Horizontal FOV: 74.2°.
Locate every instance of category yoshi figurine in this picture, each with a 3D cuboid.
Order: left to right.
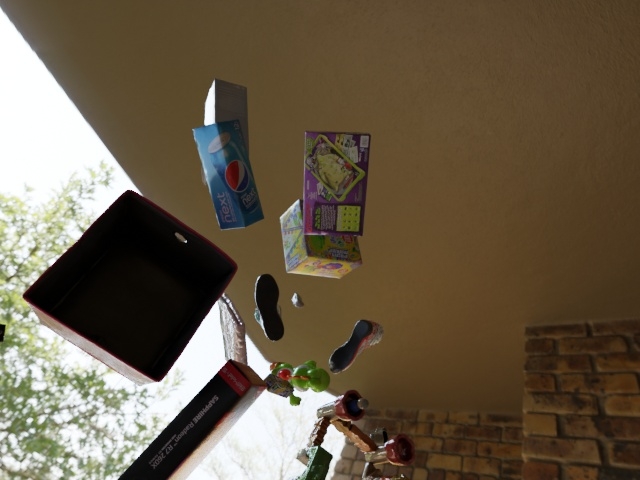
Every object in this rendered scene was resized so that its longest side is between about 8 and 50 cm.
[{"bbox_3d":[-0.094,0.668,2.024,0.362,0.203,0.203,-16,-84,46],"label":"yoshi figurine"}]

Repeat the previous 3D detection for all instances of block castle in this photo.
[{"bbox_3d":[0.078,0.666,1.114,0.303,0.453,0.213,43,-48,-9],"label":"block castle"}]

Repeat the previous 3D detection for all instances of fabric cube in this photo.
[{"bbox_3d":[-0.359,0.107,0.831,0.254,0.259,0.258,37,-31,-11],"label":"fabric cube"}]

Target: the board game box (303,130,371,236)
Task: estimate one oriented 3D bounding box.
[{"bbox_3d":[0.048,-0.183,1.399,0.209,0.056,0.346,1,-67,-4],"label":"board game box"}]

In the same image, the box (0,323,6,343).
[{"bbox_3d":[-0.764,0.196,0.837,0.184,0.045,0.191,-26,-29,33],"label":"box"}]

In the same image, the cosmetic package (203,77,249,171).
[{"bbox_3d":[-0.266,-0.312,1.190,0.107,0.237,0.127,9,-26,-27],"label":"cosmetic package"}]

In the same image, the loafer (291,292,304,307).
[{"bbox_3d":[-0.100,0.268,1.834,0.045,0.125,0.039,41,-86,-16],"label":"loafer"}]

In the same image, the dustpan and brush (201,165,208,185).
[{"bbox_3d":[-0.478,-0.359,1.821,0.061,0.147,0.211,18,-63,-1],"label":"dustpan and brush"}]

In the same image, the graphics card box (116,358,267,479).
[{"bbox_3d":[-0.302,0.473,1.056,0.094,0.371,0.232,41,-14,15],"label":"graphics card box"}]

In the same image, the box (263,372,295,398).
[{"bbox_3d":[-0.176,0.609,1.770,0.059,0.054,0.169,42,-5,37],"label":"box"}]

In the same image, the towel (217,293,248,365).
[{"bbox_3d":[-0.350,0.417,1.704,0.317,0.054,0.331,-146,-130,-60],"label":"towel"}]

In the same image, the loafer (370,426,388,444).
[{"bbox_3d":[0.219,0.703,1.512,0.050,0.148,0.056,-9,-103,21],"label":"loafer"}]

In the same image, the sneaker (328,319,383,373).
[{"bbox_3d":[0.156,0.446,1.758,0.090,0.145,0.270,42,-75,39],"label":"sneaker"}]

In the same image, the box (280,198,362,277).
[{"bbox_3d":[0.000,0.000,1.883,0.290,0.278,0.177,9,-31,-34],"label":"box"}]

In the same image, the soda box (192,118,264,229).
[{"bbox_3d":[-0.185,-0.132,0.861,0.071,0.067,0.209,-3,-72,33],"label":"soda box"}]

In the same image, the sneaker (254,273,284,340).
[{"bbox_3d":[-0.232,0.280,1.878,0.178,0.124,0.295,-164,-115,-72],"label":"sneaker"}]
